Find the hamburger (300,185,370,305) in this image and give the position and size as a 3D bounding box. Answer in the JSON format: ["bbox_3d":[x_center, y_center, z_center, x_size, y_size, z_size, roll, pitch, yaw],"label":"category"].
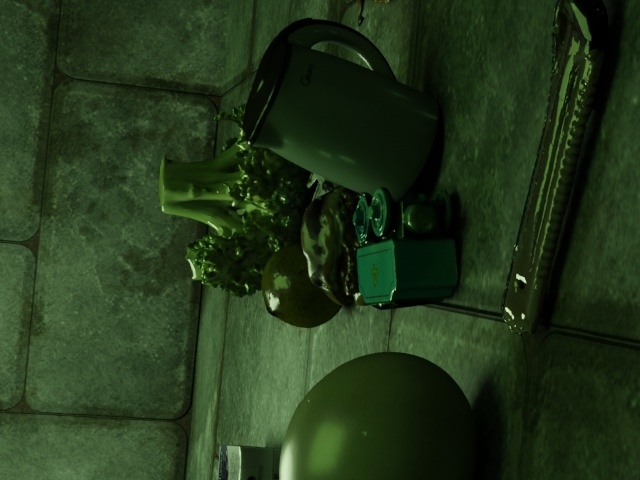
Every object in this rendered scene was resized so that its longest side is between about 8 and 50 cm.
[{"bbox_3d":[0.034,0.005,1.735,0.206,0.129,0.183,145,124,-86],"label":"hamburger"}]

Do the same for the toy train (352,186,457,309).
[{"bbox_3d":[0.106,0.010,1.526,0.198,0.107,0.154,161,106,-75],"label":"toy train"}]

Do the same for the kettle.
[{"bbox_3d":[0.024,-0.187,1.608,0.161,0.236,0.221,144,144,-63],"label":"kettle"}]

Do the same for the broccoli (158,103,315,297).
[{"bbox_3d":[-0.138,-0.075,2.256,0.277,0.317,0.338,-103,-9,-58],"label":"broccoli"}]

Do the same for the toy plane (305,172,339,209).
[{"bbox_3d":[0.020,-0.103,2.014,0.234,0.082,0.160,43,117,55],"label":"toy plane"}]

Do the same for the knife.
[{"bbox_3d":[0.230,-0.075,1.169,0.089,0.043,0.365,-120,35,-68],"label":"knife"}]

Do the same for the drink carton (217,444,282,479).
[{"bbox_3d":[-0.141,0.478,2.383,0.222,0.101,0.134,147,129,-73],"label":"drink carton"}]

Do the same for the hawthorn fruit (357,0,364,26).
[{"bbox_3d":[0.057,-0.434,1.730,0.207,0.207,0.243,-136,43,-73],"label":"hawthorn fruit"}]

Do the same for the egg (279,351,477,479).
[{"bbox_3d":[0.065,0.249,1.349,0.269,0.219,0.219,-57,26,28],"label":"egg"}]

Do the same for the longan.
[{"bbox_3d":[-0.017,0.063,1.964,0.176,0.145,0.154,-46,40,-6],"label":"longan"}]

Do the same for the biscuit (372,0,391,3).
[{"bbox_3d":[0.069,-0.447,1.911,0.247,0.029,0.118,34,125,57],"label":"biscuit"}]
